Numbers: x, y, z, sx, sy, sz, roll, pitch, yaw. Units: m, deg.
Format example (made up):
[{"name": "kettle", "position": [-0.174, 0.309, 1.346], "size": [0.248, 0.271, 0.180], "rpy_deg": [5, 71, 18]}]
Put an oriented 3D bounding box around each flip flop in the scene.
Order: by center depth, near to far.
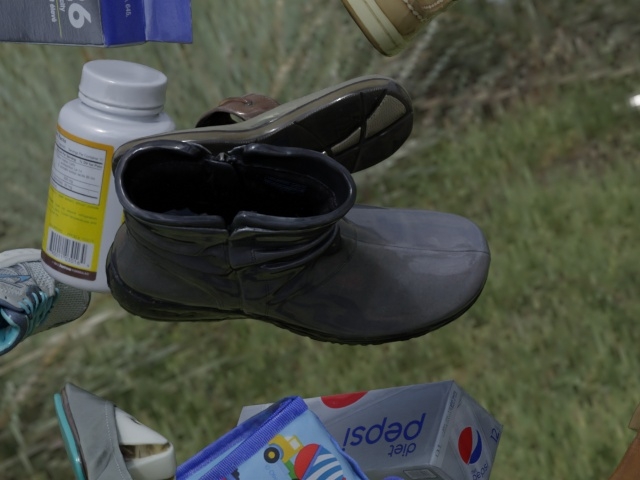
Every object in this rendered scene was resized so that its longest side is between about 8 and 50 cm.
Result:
[{"name": "flip flop", "position": [-0.053, -0.094, 1.541], "size": [0.277, 0.112, 0.080], "rpy_deg": [-19, 43, 6]}]

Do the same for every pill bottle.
[{"name": "pill bottle", "position": [-0.207, -0.064, 1.679], "size": [0.117, 0.215, 0.117], "rpy_deg": [10, 19, -4]}]

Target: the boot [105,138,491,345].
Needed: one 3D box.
[{"name": "boot", "position": [0.000, 0.000, 1.341], "size": [0.338, 0.118, 0.223], "rpy_deg": [-3, -19, -14]}]

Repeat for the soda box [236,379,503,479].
[{"name": "soda box", "position": [0.035, 0.213, 1.690], "size": [0.286, 0.091, 0.098], "rpy_deg": [-12, 48, 42]}]

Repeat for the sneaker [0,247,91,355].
[{"name": "sneaker", "position": [-0.338, 0.080, 1.779], "size": [0.122, 0.110, 0.283], "rpy_deg": [31, 19, 34]}]

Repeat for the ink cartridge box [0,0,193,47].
[{"name": "ink cartridge box", "position": [-0.289, -0.373, 1.936], "size": [0.307, 0.304, 0.072], "rpy_deg": [7, 16, 38]}]

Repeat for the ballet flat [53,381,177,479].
[{"name": "ballet flat", "position": [-0.108, 0.144, 0.966], "size": [0.068, 0.072, 0.213], "rpy_deg": [-15, 28, -7]}]

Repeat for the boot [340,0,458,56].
[{"name": "boot", "position": [0.110, -0.203, 0.952], "size": [0.203, 0.095, 0.262], "rpy_deg": [-26, 13, 23]}]

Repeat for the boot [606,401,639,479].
[{"name": "boot", "position": [0.333, 0.277, 1.677], "size": [0.211, 0.104, 0.295], "rpy_deg": [157, 133, -81]}]

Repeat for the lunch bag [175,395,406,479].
[{"name": "lunch bag", "position": [-0.052, 0.265, 1.208], "size": [0.293, 0.221, 0.138], "rpy_deg": [-37, 10, -7]}]
